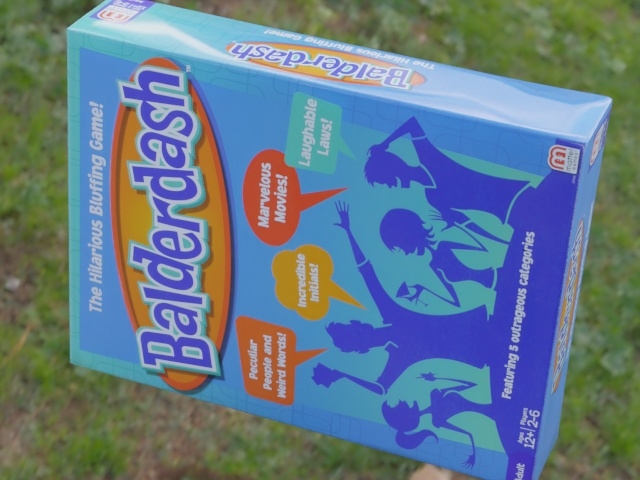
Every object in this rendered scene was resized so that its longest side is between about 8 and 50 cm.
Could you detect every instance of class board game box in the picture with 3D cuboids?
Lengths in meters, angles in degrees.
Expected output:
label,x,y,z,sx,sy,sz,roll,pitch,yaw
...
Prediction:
label,x,y,z,sx,sy,sz,roll,pitch,yaw
board game box,0.000,0.000,0.690,0.210,0.160,0.047,14,31,17
